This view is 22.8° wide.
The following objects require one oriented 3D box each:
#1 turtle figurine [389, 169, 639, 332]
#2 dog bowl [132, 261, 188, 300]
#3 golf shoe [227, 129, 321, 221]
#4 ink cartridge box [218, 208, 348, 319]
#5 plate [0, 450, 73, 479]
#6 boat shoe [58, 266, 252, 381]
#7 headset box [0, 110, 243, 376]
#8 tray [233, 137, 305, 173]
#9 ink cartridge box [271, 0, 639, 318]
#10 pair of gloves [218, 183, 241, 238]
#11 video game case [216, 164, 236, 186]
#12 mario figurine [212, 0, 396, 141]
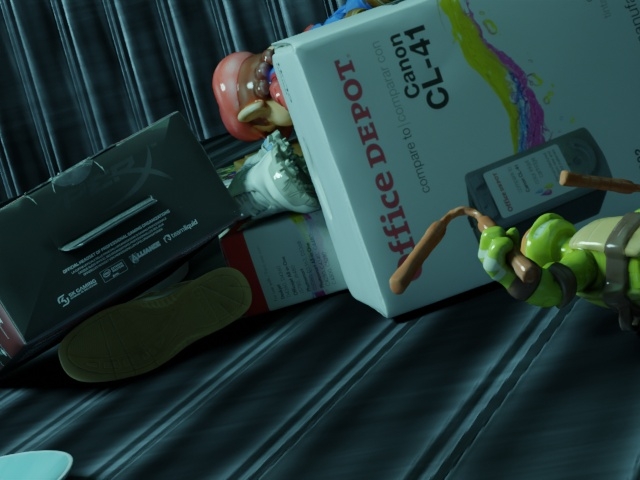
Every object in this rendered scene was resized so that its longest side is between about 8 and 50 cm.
[{"bbox_3d":[0.187,0.012,0.923,0.217,0.087,0.269,1,11,45],"label":"turtle figurine"},{"bbox_3d":[-0.302,0.038,1.726,0.348,0.102,0.349,-18,8,3],"label":"dog bowl"},{"bbox_3d":[-0.043,-0.038,1.344,0.086,0.069,0.176,-40,8,2],"label":"golf shoe"},{"bbox_3d":[0.000,0.000,1.410,0.231,0.078,0.134,-16,9,16],"label":"ink cartridge box"},{"bbox_3d":[-0.238,0.177,0.976,0.188,0.024,0.188,-18,8,2],"label":"plate"},{"bbox_3d":[-0.139,0.075,1.321,0.170,0.063,0.059,-21,-3,-20],"label":"boat shoe"},{"bbox_3d":[-0.210,0.011,1.374,0.218,0.110,0.293,-32,-1,-24],"label":"headset box"},{"bbox_3d":[0.020,-0.090,1.959,0.202,0.076,0.411,-20,10,-8],"label":"tray"},{"bbox_3d":[0.144,-0.096,1.225,0.306,0.226,0.131,-21,8,-8],"label":"ink cartridge box"},{"bbox_3d":[0.012,-0.046,1.585,0.240,0.042,0.204,-9,-11,-6],"label":"pair of gloves"},{"bbox_3d":[-0.151,-0.072,2.299,0.210,0.042,0.232,-14,9,20],"label":"video game case"},{"bbox_3d":[0.003,-0.200,1.997,0.198,0.170,0.320,-19,-5,-43],"label":"mario figurine"}]
